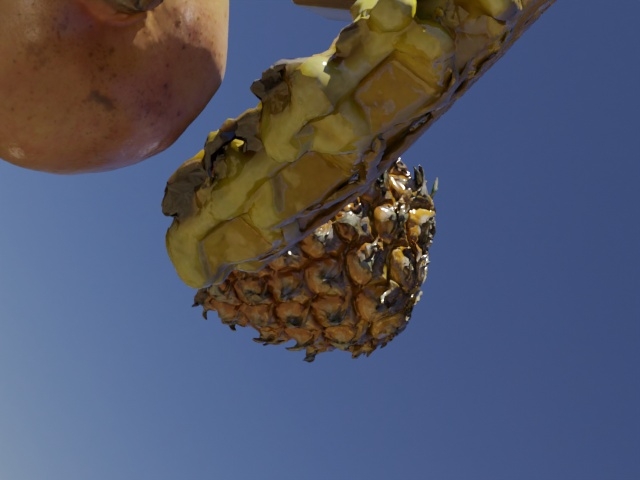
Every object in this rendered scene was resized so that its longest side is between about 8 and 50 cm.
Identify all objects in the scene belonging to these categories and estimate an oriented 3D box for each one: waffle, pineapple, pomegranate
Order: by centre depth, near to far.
[{"bbox_3d":[0.059,-0.122,0.976,0.095,0.382,0.379,48,-47,2],"label":"waffle"},{"bbox_3d":[-0.242,-0.231,1.347,0.338,0.338,0.338,50,-23,31],"label":"pomegranate"},{"bbox_3d":[0.001,-0.001,1.929,0.352,0.300,0.352,-164,-90,-85],"label":"pineapple"}]

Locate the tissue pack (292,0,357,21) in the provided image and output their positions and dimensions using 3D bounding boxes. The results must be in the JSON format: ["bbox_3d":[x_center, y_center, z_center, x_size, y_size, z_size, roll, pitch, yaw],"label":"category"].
[{"bbox_3d":[0.102,-0.398,2.006,0.136,0.246,0.159,7,91,-70],"label":"tissue pack"}]
